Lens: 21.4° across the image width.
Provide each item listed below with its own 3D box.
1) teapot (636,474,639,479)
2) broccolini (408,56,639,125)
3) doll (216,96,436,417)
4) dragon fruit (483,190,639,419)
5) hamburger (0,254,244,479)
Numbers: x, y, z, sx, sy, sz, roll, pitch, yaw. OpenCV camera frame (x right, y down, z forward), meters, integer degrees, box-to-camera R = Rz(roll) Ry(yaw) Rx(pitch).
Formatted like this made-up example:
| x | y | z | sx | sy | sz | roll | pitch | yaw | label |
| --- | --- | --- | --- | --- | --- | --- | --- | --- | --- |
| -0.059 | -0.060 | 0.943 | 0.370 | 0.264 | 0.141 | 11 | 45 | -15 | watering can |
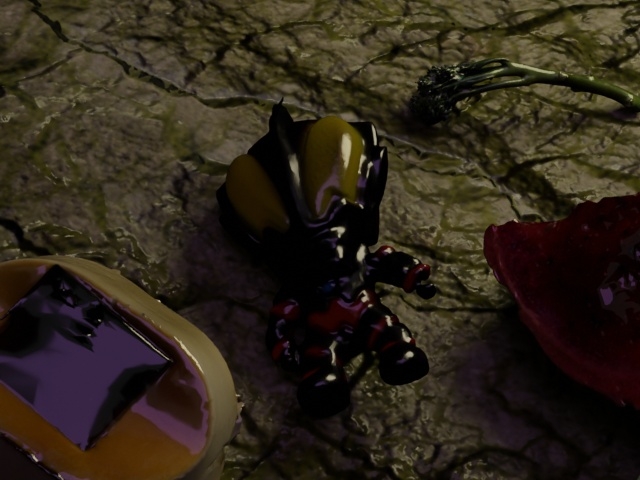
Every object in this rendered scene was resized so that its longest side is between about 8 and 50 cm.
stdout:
| x | y | z | sx | sy | sz | roll | pitch | yaw | label |
| --- | --- | --- | --- | --- | --- | --- | --- | --- | --- |
| 0.255 | 0.195 | 1.004 | 0.294 | 0.129 | 0.193 | 8 | 88 | -33 | teapot |
| 0.165 | -0.117 | 1.317 | 0.194 | 0.052 | 0.054 | 2 | 55 | -8 | broccolini |
| 0.001 | -0.002 | 1.174 | 0.127 | 0.088 | 0.248 | -4 | 56 | -12 | doll |
| 0.255 | 0.064 | 1.146 | 0.262 | 0.134 | 0.211 | -8 | 65 | 21 | dragon fruit |
| -0.152 | 0.099 | 1.056 | 0.210 | 0.116 | 0.173 | 32 | 61 | 11 | hamburger |
